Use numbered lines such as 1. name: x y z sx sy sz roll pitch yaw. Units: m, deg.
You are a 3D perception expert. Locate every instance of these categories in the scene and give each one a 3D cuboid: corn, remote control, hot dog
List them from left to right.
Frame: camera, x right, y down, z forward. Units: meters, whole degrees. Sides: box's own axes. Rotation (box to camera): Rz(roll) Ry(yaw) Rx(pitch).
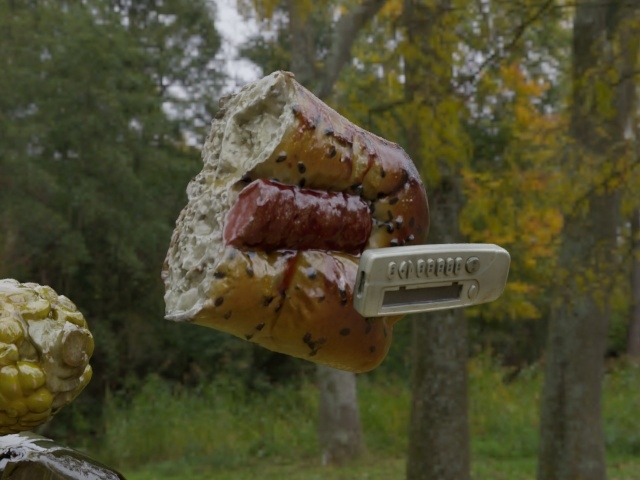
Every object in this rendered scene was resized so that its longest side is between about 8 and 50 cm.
1. corn: -0.325 0.102 0.793 0.363 0.120 0.120 -10 -8 27
2. hot dog: 0.000 0.000 1.436 0.365 0.367 0.196 29 -18 -39
3. remote control: 0.148 0.047 1.354 0.230 0.090 0.049 -3 25 -29

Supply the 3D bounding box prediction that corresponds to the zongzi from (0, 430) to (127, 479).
1. zongzi: -0.331 0.324 0.936 0.289 0.317 0.154 4 -14 44
